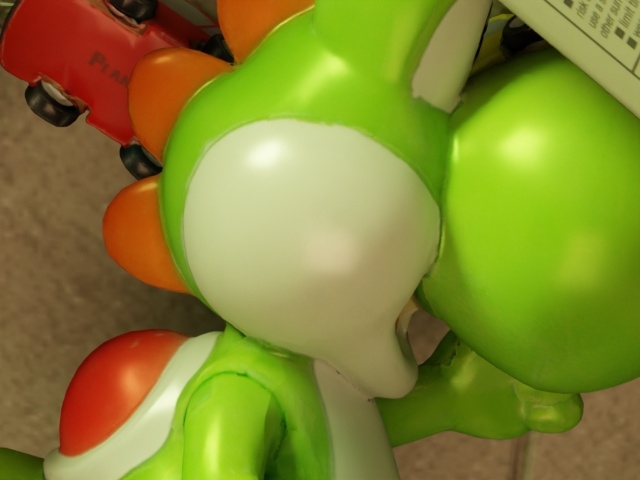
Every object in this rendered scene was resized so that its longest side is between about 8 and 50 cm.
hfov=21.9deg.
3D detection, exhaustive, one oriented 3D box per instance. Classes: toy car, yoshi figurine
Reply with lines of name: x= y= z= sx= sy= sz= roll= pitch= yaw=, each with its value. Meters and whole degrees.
toy car: x=0.000 y=0.000 z=0.647 sx=0.239 sy=0.053 sz=0.225 roll=4 pitch=116 yaw=3
yoshi figurine: x=0.024 y=0.073 z=0.540 sx=0.203 sy=0.203 sz=0.362 roll=13 pitch=101 yaw=-31

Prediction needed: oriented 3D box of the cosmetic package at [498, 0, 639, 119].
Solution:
cosmetic package: x=0.103 y=-0.131 z=0.429 sx=0.309 sy=0.113 sz=0.160 roll=45 pitch=149 yaw=19
